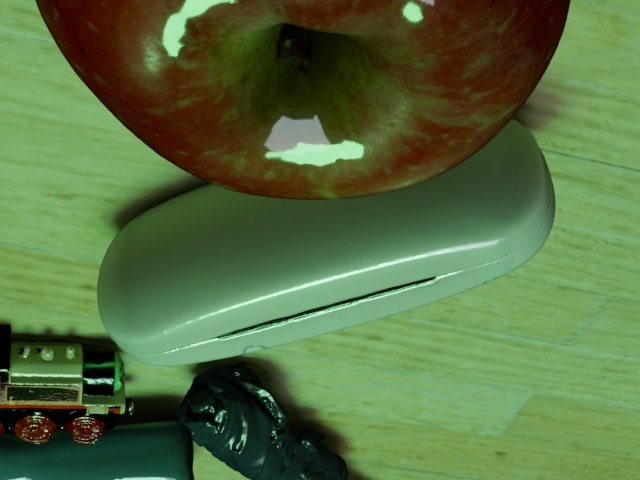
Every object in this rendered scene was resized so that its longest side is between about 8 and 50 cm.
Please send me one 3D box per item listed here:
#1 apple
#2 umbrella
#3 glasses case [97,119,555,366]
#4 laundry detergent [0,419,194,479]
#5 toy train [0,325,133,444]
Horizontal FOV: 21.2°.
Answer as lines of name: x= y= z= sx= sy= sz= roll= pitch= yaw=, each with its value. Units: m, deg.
apple: x=-0.010 y=-0.148 z=0.814 sx=0.260 sy=0.216 sz=0.260 roll=-2 pitch=141 yaw=-2
umbrella: x=-0.016 y=0.172 z=1.307 sx=0.071 sy=0.071 sz=0.248 roll=-25 pitch=135 yaw=22
glasses case: x=0.000 y=0.000 z=1.071 sx=0.297 sy=0.113 sz=0.075 roll=-16 pitch=136 yaw=14
laundry detergent: x=-0.199 y=0.171 z=1.292 sx=0.206 sy=0.061 sz=0.096 roll=-3 pitch=170 yaw=0
toy train: x=-0.201 y=0.103 z=1.224 sx=0.138 sy=0.050 sz=0.087 roll=2 pitch=134 yaw=-11
